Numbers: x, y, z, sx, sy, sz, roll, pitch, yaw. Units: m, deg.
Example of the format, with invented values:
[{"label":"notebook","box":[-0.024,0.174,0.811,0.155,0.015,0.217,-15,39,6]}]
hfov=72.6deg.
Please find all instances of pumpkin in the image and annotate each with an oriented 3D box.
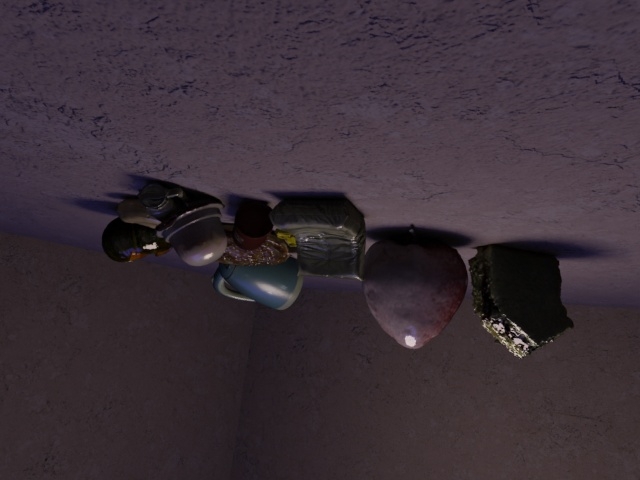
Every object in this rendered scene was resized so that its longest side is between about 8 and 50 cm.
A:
[{"label":"pumpkin","box":[-0.612,-0.016,1.473,0.238,0.159,0.238,-18,175,-2]}]

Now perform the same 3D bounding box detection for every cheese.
[{"label":"cheese","box":[-0.469,-0.075,1.309,0.249,0.070,0.163,3,169,19]}]

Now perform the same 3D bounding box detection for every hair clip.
[{"label":"hair clip","box":[-0.100,-0.017,1.443,0.073,0.046,0.173,1,169,14]}]

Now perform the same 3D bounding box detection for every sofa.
[{"label":"sofa","box":[0.000,0.000,1.130,0.211,0.175,0.225,3,169,20]}]

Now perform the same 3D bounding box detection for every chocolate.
[{"label":"chocolate","box":[-0.333,-0.006,1.189,0.222,0.147,0.221,-29,168,-7]}]

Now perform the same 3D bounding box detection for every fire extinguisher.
[{"label":"fire extinguisher","box":[-0.228,-0.034,1.293,0.148,0.106,0.337,15,167,-11]}]

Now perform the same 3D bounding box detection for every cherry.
[{"label":"cherry","box":[0.274,0.138,1.354,0.327,0.334,0.291,29,-173,5]}]

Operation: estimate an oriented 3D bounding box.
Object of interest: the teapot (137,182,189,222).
[{"label":"teapot","box":[-0.399,-0.094,1.166,0.107,0.077,0.200,-13,170,-3]}]

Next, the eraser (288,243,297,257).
[{"label":"eraser","box":[0.020,0.056,1.664,0.144,0.078,0.343,1,166,27]}]

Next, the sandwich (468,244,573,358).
[{"label":"sandwich","box":[0.602,0.183,1.310,0.263,0.324,0.131,12,149,-11]}]

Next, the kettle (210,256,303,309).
[{"label":"kettle","box":[-0.302,0.165,1.911,0.342,0.246,0.319,24,124,-32]}]

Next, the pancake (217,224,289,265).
[{"label":"pancake","box":[-0.287,0.029,1.614,0.357,0.065,0.356,2,153,1]}]
